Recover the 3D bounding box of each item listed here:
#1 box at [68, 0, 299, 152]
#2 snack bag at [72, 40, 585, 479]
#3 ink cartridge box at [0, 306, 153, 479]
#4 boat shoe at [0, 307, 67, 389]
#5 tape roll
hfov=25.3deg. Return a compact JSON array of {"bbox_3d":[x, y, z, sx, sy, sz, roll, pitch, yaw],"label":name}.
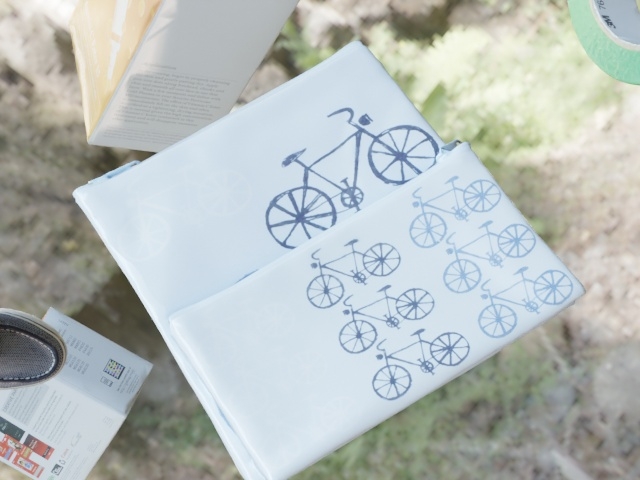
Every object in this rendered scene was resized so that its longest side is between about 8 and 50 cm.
[{"bbox_3d":[-0.177,-0.297,1.806,0.345,0.168,0.215,-52,42,45],"label":"box"},{"bbox_3d":[0.000,0.000,1.228,0.323,0.342,0.037,-30,-26,-11],"label":"snack bag"},{"bbox_3d":[-0.475,0.268,2.454,0.309,0.272,0.130,-53,9,45],"label":"ink cartridge box"},{"bbox_3d":[-0.504,0.161,1.993,0.158,0.340,0.127,34,110,60],"label":"boat shoe"},{"bbox_3d":[0.427,-0.346,1.730,0.321,0.077,0.321,-5,85,61],"label":"tape roll"}]
